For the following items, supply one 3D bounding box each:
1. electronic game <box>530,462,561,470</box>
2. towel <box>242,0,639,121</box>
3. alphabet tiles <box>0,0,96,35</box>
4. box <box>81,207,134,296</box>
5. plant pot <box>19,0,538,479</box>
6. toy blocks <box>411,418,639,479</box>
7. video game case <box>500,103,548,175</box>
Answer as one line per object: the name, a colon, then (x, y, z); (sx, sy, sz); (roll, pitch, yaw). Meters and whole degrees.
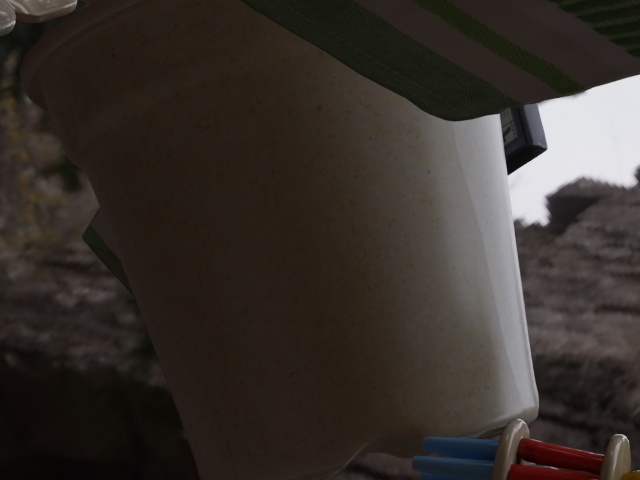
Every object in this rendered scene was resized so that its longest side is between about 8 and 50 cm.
electronic game: (0.132, 0.236, 0.957); (0.229, 0.229, 0.048); (53, -41, 5)
towel: (0.061, -0.128, 0.514); (0.248, 0.038, 0.325); (28, -22, -28)
alphabet tiles: (-0.283, -0.244, 1.263); (0.278, 0.284, 0.021); (43, -44, 23)
box: (-0.110, 0.034, 1.567); (0.232, 0.058, 0.322); (49, -21, -2)
plant pot: (0.000, 0.000, 1.103); (0.334, 0.334, 0.305); (-22, -101, 42)
toy blocks: (0.127, 0.127, 0.816); (0.148, 0.123, 0.054); (7, -109, 21)
video game case: (0.060, -0.098, 1.340); (0.274, 0.026, 0.196); (-35, -124, 44)
